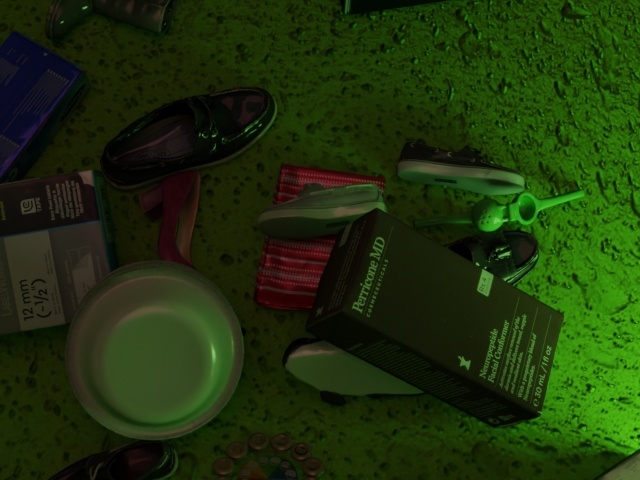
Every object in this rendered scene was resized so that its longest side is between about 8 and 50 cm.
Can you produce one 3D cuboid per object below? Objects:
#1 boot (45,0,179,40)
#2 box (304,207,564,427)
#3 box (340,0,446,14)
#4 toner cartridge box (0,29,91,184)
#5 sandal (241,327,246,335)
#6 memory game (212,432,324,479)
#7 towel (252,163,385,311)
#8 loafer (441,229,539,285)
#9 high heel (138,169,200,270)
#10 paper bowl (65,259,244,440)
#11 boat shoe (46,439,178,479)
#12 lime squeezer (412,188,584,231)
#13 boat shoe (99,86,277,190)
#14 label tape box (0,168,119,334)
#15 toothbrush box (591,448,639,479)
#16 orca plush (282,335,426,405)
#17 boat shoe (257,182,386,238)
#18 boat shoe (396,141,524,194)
[{"bbox_3d":[-0.392,-0.428,2.104,0.208,0.076,0.190,24,75,2],"label":"boot"},{"bbox_3d":[0.187,0.128,1.766,0.381,0.143,0.191,27,62,-16],"label":"box"},{"bbox_3d":[0.148,-0.738,1.977,0.297,0.480,0.472,-10,71,-4],"label":"box"},{"bbox_3d":[-0.585,-0.198,2.019,0.165,0.075,0.348,31,75,10],"label":"toner cartridge box"},{"bbox_3d":[-0.217,0.146,1.899,0.179,0.067,0.040,16,83,4],"label":"sandal"},{"bbox_3d":[-0.086,0.379,1.792,0.186,0.012,0.186,0,39,0],"label":"memory game"},{"bbox_3d":[0.000,0.000,1.961,0.198,0.031,0.275,9,71,4],"label":"towel"},{"bbox_3d":[0.237,0.051,1.902,0.302,0.095,0.109,-18,72,-5],"label":"loafer"},{"bbox_3d":[-0.227,-0.009,1.943,0.117,0.082,0.244,-26,59,3],"label":"high heel"},{"bbox_3d":[-0.264,0.180,1.785,0.284,0.148,0.284,-1,97,-9],"label":"paper bowl"},{"bbox_3d":[-0.351,0.378,1.813,0.233,0.079,0.084,-18,73,-4],"label":"boat shoe"},{"bbox_3d":[0.321,-0.047,1.931,0.310,0.110,0.059,-11,80,-3],"label":"lime squeezer"},{"bbox_3d":[-0.237,-0.200,1.991,0.340,0.113,0.127,-20,71,-6],"label":"boat shoe"},{"bbox_3d":[-0.522,0.030,1.877,0.347,0.115,0.249,-10,93,-4],"label":"label tape box"},{"bbox_3d":[0.458,0.402,1.676,0.206,0.283,0.122,-31,74,-10],"label":"toothbrush box"},{"bbox_3d":[0.080,0.190,1.858,0.287,0.151,0.102,-2,37,-2],"label":"orca plush"},{"bbox_3d":[-0.001,-0.058,1.933,0.227,0.079,0.081,-6,60,-10],"label":"boat shoe"},{"bbox_3d":[0.251,-0.135,1.982,0.228,0.080,0.076,7,72,12],"label":"boat shoe"}]
